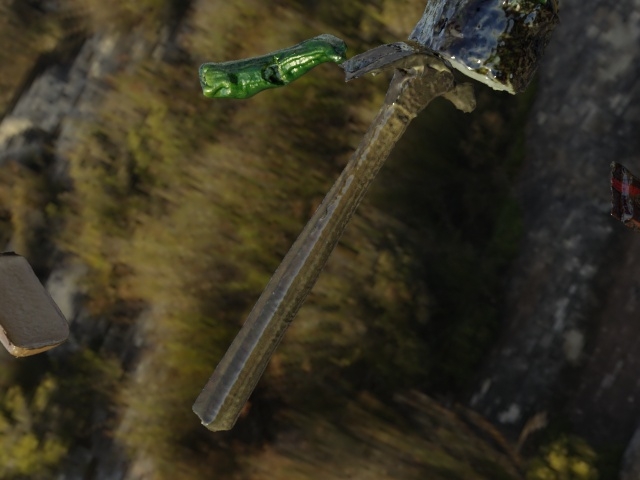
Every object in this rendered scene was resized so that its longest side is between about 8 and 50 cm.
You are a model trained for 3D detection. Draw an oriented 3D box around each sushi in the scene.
[{"bbox_3d":[0.175,-0.231,1.412,0.225,0.124,0.127,-104,38,-78],"label":"sushi"}]

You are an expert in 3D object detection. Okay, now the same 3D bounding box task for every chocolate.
[{"bbox_3d":[-0.241,0.055,1.066,0.101,0.064,0.031,48,131,24],"label":"chocolate"},{"bbox_3d":[0.425,-0.035,1.732,0.028,0.182,0.086,-16,54,40],"label":"chocolate"}]

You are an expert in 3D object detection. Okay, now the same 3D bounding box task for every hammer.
[{"bbox_3d":[0.001,0.000,0.915,0.027,0.125,0.297,37,99,44],"label":"hammer"}]

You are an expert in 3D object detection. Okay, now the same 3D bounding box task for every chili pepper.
[{"bbox_3d":[-0.050,-0.201,1.567,0.182,0.050,0.073,-15,-5,14],"label":"chili pepper"}]
